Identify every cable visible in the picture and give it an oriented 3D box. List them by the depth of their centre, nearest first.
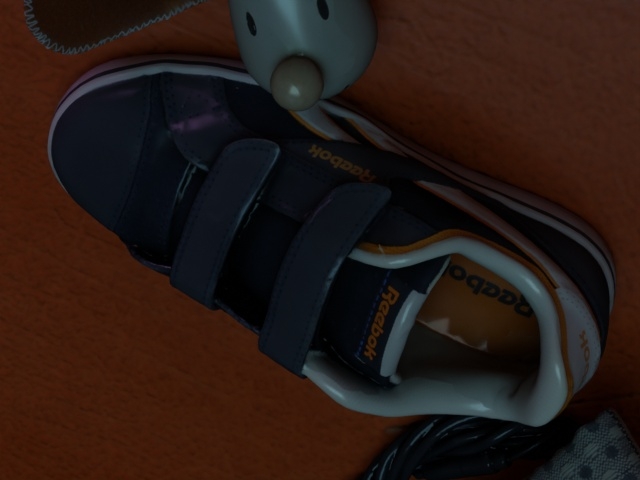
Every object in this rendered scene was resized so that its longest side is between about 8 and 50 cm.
[{"bbox_3d":[0.103,0.163,1.123,0.184,0.047,0.150,10,119,6],"label":"cable"}]

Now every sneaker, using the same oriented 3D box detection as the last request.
[{"bbox_3d":[0.000,0.000,1.012,0.321,0.127,0.126,18,121,2],"label":"sneaker"}]

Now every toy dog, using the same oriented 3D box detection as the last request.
[{"bbox_3d":[-0.057,-0.169,0.855,0.220,0.161,0.333,-30,127,34],"label":"toy dog"}]

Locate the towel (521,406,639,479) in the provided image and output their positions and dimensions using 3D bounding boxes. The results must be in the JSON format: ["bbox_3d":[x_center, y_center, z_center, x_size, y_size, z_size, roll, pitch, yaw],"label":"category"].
[{"bbox_3d":[0.133,0.304,1.058,0.324,0.056,0.312,-43,72,27],"label":"towel"}]
